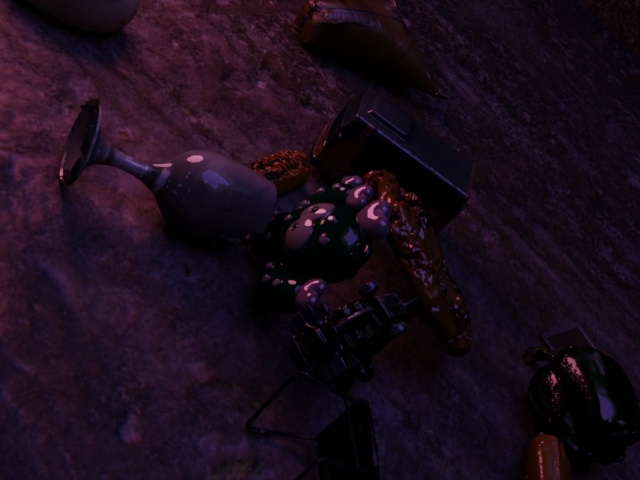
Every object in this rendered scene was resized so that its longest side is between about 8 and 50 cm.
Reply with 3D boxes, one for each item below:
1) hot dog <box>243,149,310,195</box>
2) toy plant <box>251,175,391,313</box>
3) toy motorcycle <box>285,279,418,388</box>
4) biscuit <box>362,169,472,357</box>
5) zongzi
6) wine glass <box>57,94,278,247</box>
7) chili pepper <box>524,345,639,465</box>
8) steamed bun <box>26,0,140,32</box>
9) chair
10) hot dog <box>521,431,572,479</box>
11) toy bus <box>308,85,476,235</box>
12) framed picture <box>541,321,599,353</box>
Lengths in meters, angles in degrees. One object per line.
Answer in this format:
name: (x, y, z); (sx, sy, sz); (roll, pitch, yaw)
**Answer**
hot dog: (-0.077, -0.113, 1.809); (0.072, 0.055, 0.188); (49, 37, 11)
toy plant: (-0.002, 0.004, 1.609); (0.112, 0.232, 0.243); (50, 1, -31)
toy motorcycle: (0.034, 0.139, 1.523); (0.125, 0.187, 0.275); (57, 19, 13)
biscuit: (0.166, 0.032, 1.748); (0.334, 0.081, 0.289); (64, 6, 4)
zongzi: (0.106, -0.381, 2.204); (0.260, 0.123, 0.289); (-18, 70, -45)
wine glass: (-0.221, -0.092, 1.584); (0.321, 0.143, 0.143); (22, 41, -25)
chili pepper: (0.438, 0.257, 1.831); (0.174, 0.165, 0.261); (8, 40, -23)
steamed bun: (-0.402, -0.446, 1.782); (0.228, 0.131, 0.177); (29, 36, -15)
chair: (0.032, 0.287, 1.431); (0.221, 0.145, 0.140); (18, 43, -31)
hot dog: (0.353, 0.402, 1.673); (0.249, 0.076, 0.102); (-81, 150, -49)
toy bus: (0.133, -0.135, 1.933); (0.275, 0.167, 0.138); (35, 37, -9)
framed picture: (0.503, 0.241, 2.027); (0.142, 0.011, 0.183); (-10, 61, -48)
